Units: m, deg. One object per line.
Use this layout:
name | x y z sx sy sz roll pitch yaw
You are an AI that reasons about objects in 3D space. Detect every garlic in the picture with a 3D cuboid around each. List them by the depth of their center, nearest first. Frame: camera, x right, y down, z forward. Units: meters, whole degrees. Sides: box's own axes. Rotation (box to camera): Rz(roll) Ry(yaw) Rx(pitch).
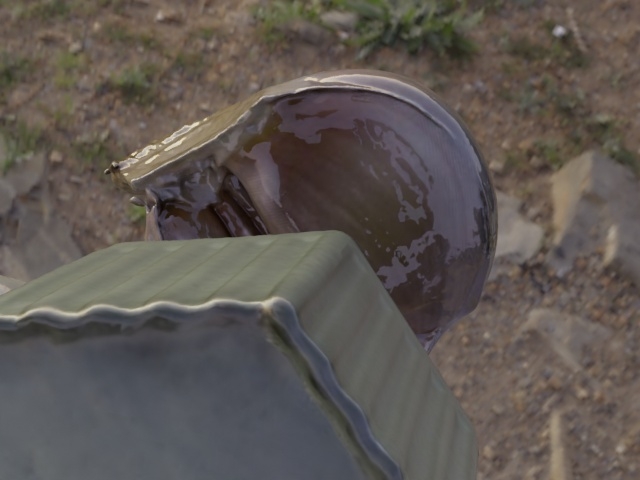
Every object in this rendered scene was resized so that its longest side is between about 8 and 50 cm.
garlic | 0.000 0.000 0.938 0.292 0.210 0.237 44 63 -14

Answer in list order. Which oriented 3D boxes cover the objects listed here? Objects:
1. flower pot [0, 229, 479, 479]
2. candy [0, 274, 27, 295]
flower pot | -0.050 0.112 0.550 0.209 0.239 0.189 28 9 4
candy | -0.299 0.219 1.054 0.386 0.186 0.427 25 54 -33
